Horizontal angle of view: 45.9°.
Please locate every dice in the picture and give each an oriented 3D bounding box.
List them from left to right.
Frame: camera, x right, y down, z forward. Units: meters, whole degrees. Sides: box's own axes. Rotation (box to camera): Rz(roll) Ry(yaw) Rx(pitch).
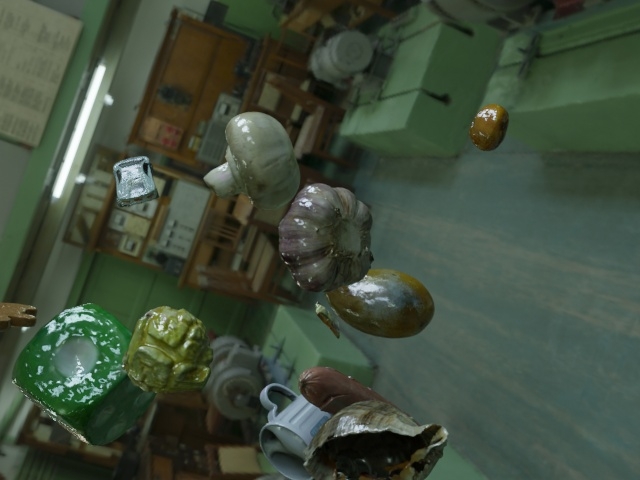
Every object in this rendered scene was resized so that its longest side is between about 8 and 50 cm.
[{"bbox_3d":[-0.631,0.371,2.078,0.297,0.287,0.300,-49,-20,-24],"label":"dice"}]

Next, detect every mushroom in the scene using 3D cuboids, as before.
[{"bbox_3d":[-0.178,-0.187,1.892,0.254,0.234,0.260,-116,6,-68],"label":"mushroom"}]

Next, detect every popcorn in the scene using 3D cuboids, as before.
[{"bbox_3d":[-0.312,0.224,1.557,0.187,0.167,0.185,-27,50,61],"label":"popcorn"}]

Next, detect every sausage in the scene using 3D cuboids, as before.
[{"bbox_3d":[0.096,0.345,1.511,0.088,0.433,0.087,-25,46,29],"label":"sausage"}]

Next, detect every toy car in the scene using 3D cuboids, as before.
[{"bbox_3d":[-0.438,-0.145,1.776,0.205,0.095,0.056,-115,14,-49],"label":"toy car"}]

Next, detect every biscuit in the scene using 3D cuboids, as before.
[{"bbox_3d":[-0.625,0.146,1.431,0.250,0.166,0.036,-170,90,-72],"label":"biscuit"}]

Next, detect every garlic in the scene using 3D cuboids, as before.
[{"bbox_3d":[0.000,0.000,1.583,0.161,0.245,0.244,-7,59,39],"label":"garlic"}]

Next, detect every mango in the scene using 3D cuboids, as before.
[{"bbox_3d":[0.154,0.162,2.053,0.146,0.317,0.192,102,-175,-61],"label":"mango"}]

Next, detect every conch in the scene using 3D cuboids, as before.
[{"bbox_3d":[0.091,0.341,1.245,0.291,0.210,0.159,-49,11,32],"label":"conch"}]

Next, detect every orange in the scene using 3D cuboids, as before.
[{"bbox_3d":[0.301,-0.204,1.356,0.086,0.062,0.086,-161,90,-78],"label":"orange"}]

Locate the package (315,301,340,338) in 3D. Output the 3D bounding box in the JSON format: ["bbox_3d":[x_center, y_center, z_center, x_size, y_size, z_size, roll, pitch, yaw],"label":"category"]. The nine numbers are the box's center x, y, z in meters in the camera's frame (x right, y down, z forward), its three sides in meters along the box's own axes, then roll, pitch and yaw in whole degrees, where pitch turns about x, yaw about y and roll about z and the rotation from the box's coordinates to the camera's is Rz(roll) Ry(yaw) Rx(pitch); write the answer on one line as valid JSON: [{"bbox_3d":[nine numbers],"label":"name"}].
[{"bbox_3d":[0.024,0.254,2.422,0.031,0.108,0.120,-41,11,6],"label":"package"}]

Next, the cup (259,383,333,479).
[{"bbox_3d":[-0.035,0.443,1.859,0.167,0.221,0.202,-6,21,38],"label":"cup"}]
